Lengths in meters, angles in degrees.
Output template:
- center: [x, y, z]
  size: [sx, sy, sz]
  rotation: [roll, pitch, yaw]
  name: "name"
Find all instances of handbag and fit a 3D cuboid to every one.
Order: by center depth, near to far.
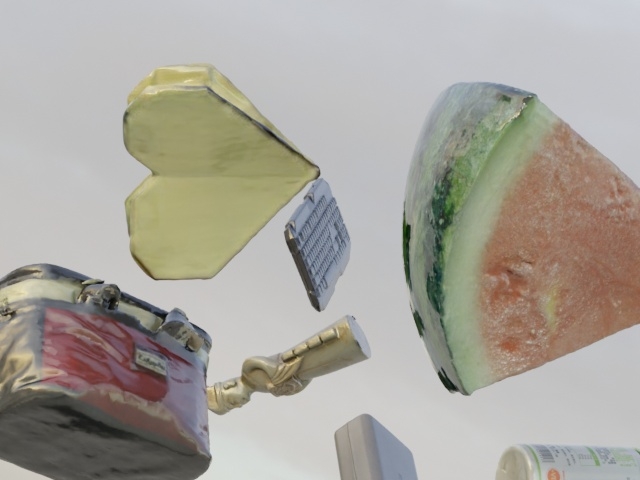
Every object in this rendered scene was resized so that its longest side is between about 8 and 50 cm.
- center: [-0.220, 0.132, 1.814]
  size: [0.254, 0.181, 0.181]
  rotation: [26, -45, -35]
  name: "handbag"

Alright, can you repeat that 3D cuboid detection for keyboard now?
- center: [0.001, 0.000, 2.043]
  size: [0.262, 0.016, 0.106]
  rotation: [-61, 129, -74]
  name: "keyboard"

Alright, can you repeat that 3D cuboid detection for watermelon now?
- center: [0.191, 0.003, 1.657]
  size: [0.293, 0.283, 0.250]
  rotation: [3, -1, 21]
  name: "watermelon"

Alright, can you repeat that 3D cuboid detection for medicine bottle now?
- center: [0.289, 0.267, 2.026]
  size: [0.183, 0.086, 0.086]
  rotation: [4, -5, -23]
  name: "medicine bottle"

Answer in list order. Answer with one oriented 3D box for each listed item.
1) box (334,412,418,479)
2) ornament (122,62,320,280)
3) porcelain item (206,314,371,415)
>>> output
- center: [0.071, 0.298, 1.992]
  size: [0.103, 0.055, 0.243]
  rotation: [44, 21, -31]
  name: "box"
- center: [-0.090, -0.060, 1.691]
  size: [0.180, 0.201, 0.059]
  rotation: [-1, 29, -4]
  name: "ornament"
- center: [-0.048, 0.156, 2.218]
  size: [0.213, 0.054, 0.084]
  rotation: [-24, -32, 10]
  name: "porcelain item"
